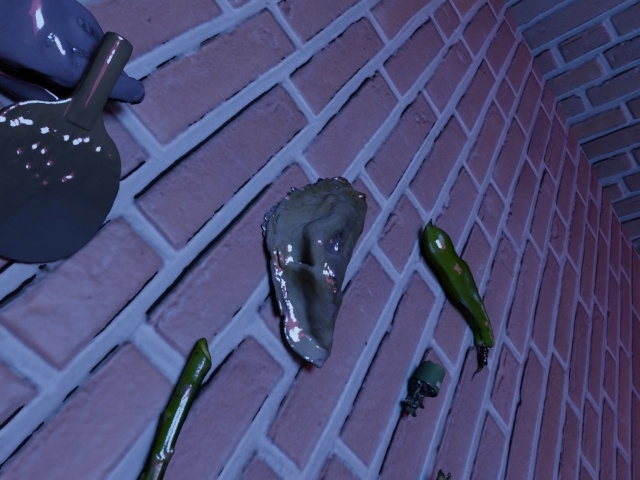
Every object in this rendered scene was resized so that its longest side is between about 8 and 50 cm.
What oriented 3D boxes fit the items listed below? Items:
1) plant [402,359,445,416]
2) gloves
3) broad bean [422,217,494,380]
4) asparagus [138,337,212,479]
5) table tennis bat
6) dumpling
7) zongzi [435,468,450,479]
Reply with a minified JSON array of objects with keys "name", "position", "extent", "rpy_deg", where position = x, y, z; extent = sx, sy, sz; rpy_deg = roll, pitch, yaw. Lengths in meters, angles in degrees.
[{"name":"plant","position":[0.163,0.245,0.823],"extent":[0.051,0.051,0.102],"rpy_deg":[52,57,-18]},{"name":"gloves","position":[-0.303,-0.207,0.489],"extent":[0.285,0.119,0.142],"rpy_deg":[23,90,-43]},{"name":"broad bean","position":[0.273,0.104,0.991],"extent":[0.098,0.056,0.318],"rpy_deg":[-25,95,-49]},{"name":"asparagus","position":[-0.153,0.204,0.521],"extent":[0.034,0.027,0.236],"rpy_deg":[47,45,-39]},{"name":"table tennis bat","position":[-0.242,-0.090,0.484],"extent":[0.131,0.022,0.234],"rpy_deg":[32,80,-44]},{"name":"dumpling","position":[0.005,0.001,0.733],"extent":[0.166,0.086,0.332],"rpy_deg":[42,44,-30]},{"name":"zongzi","position":[0.190,0.498,0.714],"extent":[0.228,0.115,0.256],"rpy_deg":[59,32,-16]}]
